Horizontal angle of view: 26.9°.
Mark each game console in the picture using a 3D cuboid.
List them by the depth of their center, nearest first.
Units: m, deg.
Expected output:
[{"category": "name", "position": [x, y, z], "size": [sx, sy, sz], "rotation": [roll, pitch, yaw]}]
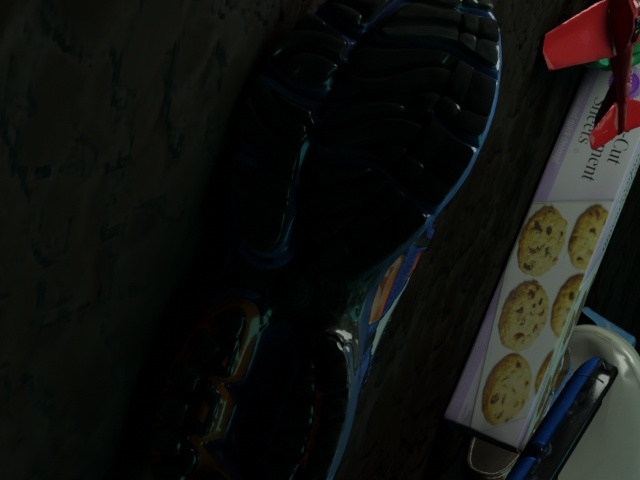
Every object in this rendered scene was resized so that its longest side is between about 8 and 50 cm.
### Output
[{"category": "game console", "position": [0.167, 0.265, 0.925], "size": [0.250, 0.173, 0.293], "rotation": [-51, 167, -26]}]

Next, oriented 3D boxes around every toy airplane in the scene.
[{"category": "toy airplane", "position": [0.206, -0.126, 0.928], "size": [0.151, 0.028, 0.151], "rotation": [-26, 132, -34]}]

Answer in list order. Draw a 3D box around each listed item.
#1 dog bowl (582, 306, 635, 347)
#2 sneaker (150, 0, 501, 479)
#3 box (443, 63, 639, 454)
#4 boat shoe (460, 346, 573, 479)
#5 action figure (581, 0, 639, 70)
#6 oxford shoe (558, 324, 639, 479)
[{"category": "dog bowl", "position": [0.309, 0.182, 1.599], "size": [0.297, 0.074, 0.166], "rotation": [-25, 133, -67]}, {"category": "sneaker", "position": [0.000, 0.000, 0.497], "size": [0.221, 0.083, 0.087], "rotation": [-65, 176, 3]}, {"category": "box", "position": [0.188, 0.009, 1.059], "size": [0.324, 0.067, 0.063], "rotation": [-66, 163, -7]}, {"category": "boat shoe", "position": [0.168, 0.142, 1.167], "size": [0.183, 0.066, 0.066], "rotation": [-55, 146, -44]}, {"category": "action figure", "position": [0.251, -0.194, 1.019], "size": [0.232, 0.063, 0.137], "rotation": [-45, 153, -38]}, {"category": "oxford shoe", "position": [0.200, 0.297, 1.293], "size": [0.130, 0.169, 0.449], "rotation": [18, 94, -51]}]
